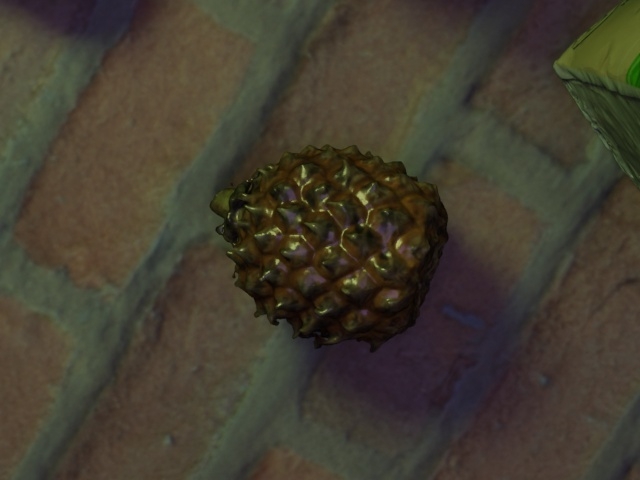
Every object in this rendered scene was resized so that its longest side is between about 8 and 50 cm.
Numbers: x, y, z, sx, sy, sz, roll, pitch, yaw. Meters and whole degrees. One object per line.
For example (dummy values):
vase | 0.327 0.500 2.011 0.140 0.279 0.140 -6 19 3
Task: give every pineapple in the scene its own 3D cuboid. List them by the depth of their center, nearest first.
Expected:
pineapple | 0.000 0.000 1.253 0.193 0.166 0.166 20 96 12

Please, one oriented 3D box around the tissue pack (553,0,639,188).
tissue pack | 0.407 -0.175 1.151 0.405 0.332 0.205 -37 99 2
